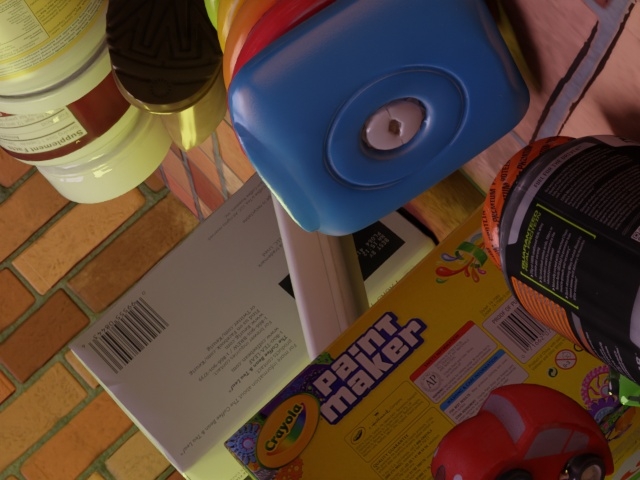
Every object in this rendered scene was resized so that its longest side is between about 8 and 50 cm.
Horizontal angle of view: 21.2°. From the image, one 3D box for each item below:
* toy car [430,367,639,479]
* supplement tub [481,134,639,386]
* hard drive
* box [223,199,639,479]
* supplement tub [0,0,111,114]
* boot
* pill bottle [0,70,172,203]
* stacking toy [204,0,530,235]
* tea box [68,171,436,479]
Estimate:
[{"bbox_3d":[0.192,0.084,0.972,0.225,0.239,0.053,-63,-25,-65],"label":"toy car"},{"bbox_3d":[0.175,0.012,0.923,0.117,0.117,0.190,53,171,-33],"label":"supplement tub"},{"bbox_3d":[0.000,0.000,1.443,0.233,0.047,0.353,66,-170,-65],"label":"hard drive"},{"bbox_3d":[0.121,0.149,1.249,0.177,0.290,0.279,44,170,26],"label":"box"},{"bbox_3d":[-0.340,-0.296,1.705,0.241,0.241,0.331,43,170,29],"label":"supplement tub"},{"bbox_3d":[-0.104,-0.144,1.324,0.089,0.236,0.269,5,154,0],"label":"boot"},{"bbox_3d":[-0.352,-0.235,2.134,0.224,0.224,0.392,40,169,44],"label":"pill bottle"},{"bbox_3d":[-0.016,-0.165,1.077,0.302,0.166,0.175,60,-176,38],"label":"stacking toy"},{"bbox_3d":[-0.022,0.131,1.773,0.220,0.329,0.323,41,169,37],"label":"tea box"}]
